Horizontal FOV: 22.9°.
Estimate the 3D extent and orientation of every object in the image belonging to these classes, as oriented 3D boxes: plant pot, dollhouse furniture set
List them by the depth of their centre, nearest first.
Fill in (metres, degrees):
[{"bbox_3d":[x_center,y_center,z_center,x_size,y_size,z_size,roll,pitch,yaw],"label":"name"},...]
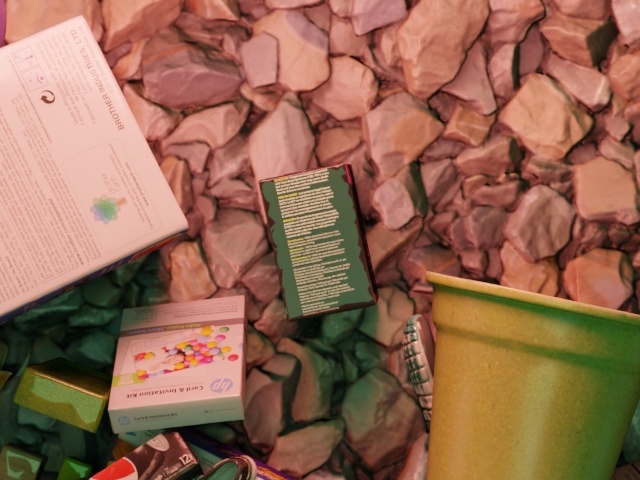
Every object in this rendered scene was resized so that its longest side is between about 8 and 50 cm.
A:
[{"bbox_3d":[0.221,0.183,1.683,0.276,0.276,0.254,12,90,2],"label":"plant pot"},{"bbox_3d":[-0.399,0.207,1.784,0.302,0.151,0.197,20,93,2],"label":"dollhouse furniture set"}]

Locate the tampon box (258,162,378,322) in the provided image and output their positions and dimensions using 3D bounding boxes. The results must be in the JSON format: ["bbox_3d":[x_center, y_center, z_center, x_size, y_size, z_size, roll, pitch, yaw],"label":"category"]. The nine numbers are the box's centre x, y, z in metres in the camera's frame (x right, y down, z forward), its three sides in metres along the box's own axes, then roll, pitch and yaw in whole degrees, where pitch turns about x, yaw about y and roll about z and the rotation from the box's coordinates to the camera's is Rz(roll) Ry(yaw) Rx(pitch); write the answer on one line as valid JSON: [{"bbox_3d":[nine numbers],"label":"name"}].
[{"bbox_3d":[0.000,0.000,1.770,0.101,0.120,0.161,-11,92,4],"label":"tampon box"}]

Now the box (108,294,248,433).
[{"bbox_3d":[-0.155,0.135,1.756,0.145,0.186,0.038,-6,124,4],"label":"box"}]

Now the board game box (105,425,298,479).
[{"bbox_3d":[-0.099,0.364,1.753,0.347,0.078,0.233,22,94,23],"label":"board game box"}]

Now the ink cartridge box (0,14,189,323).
[{"bbox_3d":[-0.383,-0.040,1.706,0.395,0.151,0.270,-26,88,-20],"label":"ink cartridge box"}]

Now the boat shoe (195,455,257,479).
[{"bbox_3d":[-0.123,0.278,1.707,0.125,0.038,0.046,-39,69,14],"label":"boat shoe"}]

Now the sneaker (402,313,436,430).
[{"bbox_3d":[0.146,0.158,1.809,0.076,0.065,0.166,-20,95,-13],"label":"sneaker"}]

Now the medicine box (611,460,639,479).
[{"bbox_3d":[0.474,0.360,1.748,0.289,0.149,0.263,-14,91,4],"label":"medicine box"}]

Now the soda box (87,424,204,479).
[{"bbox_3d":[-0.211,0.270,1.700,0.169,0.060,0.053,-32,70,-10],"label":"soda box"}]

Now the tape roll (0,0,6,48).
[{"bbox_3d":[-0.459,-0.255,1.804,0.189,0.080,0.189,0,93,3],"label":"tape roll"}]
